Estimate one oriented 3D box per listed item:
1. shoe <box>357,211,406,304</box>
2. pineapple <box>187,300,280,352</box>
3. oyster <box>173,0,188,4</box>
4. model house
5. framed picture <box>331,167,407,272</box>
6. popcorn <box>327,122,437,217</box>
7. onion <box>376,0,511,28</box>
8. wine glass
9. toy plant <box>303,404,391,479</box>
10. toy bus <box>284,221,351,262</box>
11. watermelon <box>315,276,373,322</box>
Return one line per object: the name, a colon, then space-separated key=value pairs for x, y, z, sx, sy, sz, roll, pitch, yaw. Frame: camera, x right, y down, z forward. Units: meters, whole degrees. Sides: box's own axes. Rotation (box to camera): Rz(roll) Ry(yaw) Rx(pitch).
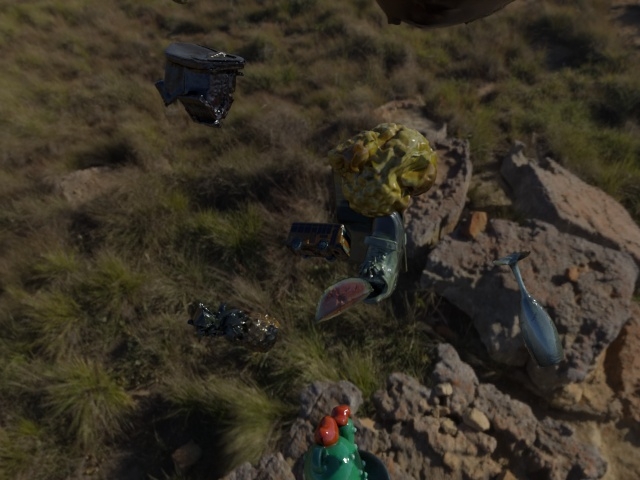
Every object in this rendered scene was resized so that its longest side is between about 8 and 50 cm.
shoe: x=0.173 y=0.057 z=1.395 sx=0.109 sy=0.292 sz=0.149 roll=12 pitch=24 yaw=26
pineapple: x=-0.229 y=0.227 z=1.244 sx=0.111 sy=0.237 sz=0.119 roll=-2 pitch=69 yaw=62
oyster: x=-0.239 y=-0.445 z=0.821 sx=0.081 sy=0.083 sz=0.038 roll=-32 pitch=64 yaw=13
model house: x=-0.295 y=-0.374 z=1.150 sx=0.203 sy=0.164 sz=0.141 roll=26 pitch=38 yaw=23
framed picture: x=0.159 y=-0.071 z=1.565 sx=0.265 sy=0.346 sz=0.016 roll=10 pitch=26 yaw=36
popcorn: x=0.157 y=-0.192 z=1.294 sx=0.332 sy=0.264 sz=0.225 roll=3 pitch=32 yaw=-41
onion: x=0.178 y=-0.494 z=0.641 sx=0.348 sy=0.385 sz=0.347 roll=-24 pitch=27 yaw=13
wine glass: x=0.365 y=0.119 z=0.822 sx=0.066 sy=0.198 sz=0.066 roll=-23 pitch=6 yaw=2
toy plant: x=0.057 y=0.554 z=1.054 sx=0.185 sy=0.400 sz=0.279 roll=20 pitch=54 yaw=38
toy bus: x=0.000 y=0.000 z=1.546 sx=0.201 sy=0.098 sz=0.114 roll=3 pitch=64 yaw=27
watermelon: x=0.063 y=0.152 z=1.194 sx=0.163 sy=0.069 sz=0.087 roll=-30 pitch=36 yaw=10
